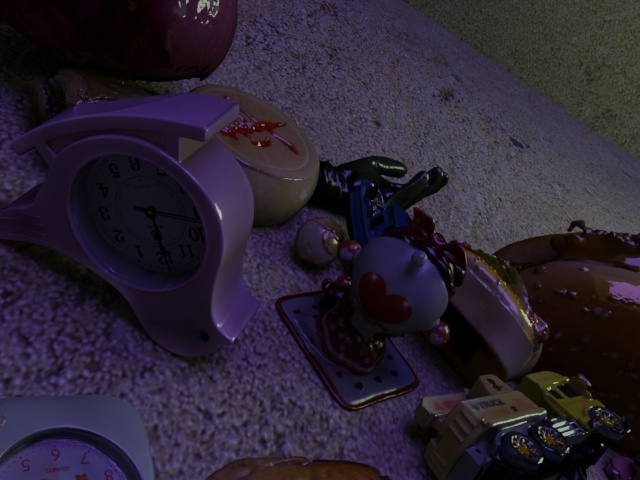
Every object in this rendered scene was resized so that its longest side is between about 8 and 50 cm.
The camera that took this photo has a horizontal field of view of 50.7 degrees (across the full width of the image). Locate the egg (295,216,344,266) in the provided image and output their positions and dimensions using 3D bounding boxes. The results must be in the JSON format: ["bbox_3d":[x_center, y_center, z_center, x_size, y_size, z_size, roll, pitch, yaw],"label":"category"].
[{"bbox_3d":[0.000,0.000,0.990,0.071,0.071,0.083,38,17,5],"label":"egg"}]

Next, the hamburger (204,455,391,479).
[{"bbox_3d":[-0.027,0.256,0.520,0.214,0.108,0.214,-2,22,1],"label":"hamburger"}]

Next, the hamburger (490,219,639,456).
[{"bbox_3d":[0.477,0.130,1.059,0.445,0.287,0.268,35,34,5],"label":"hamburger"}]

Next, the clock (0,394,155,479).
[{"bbox_3d":[-0.204,0.213,0.525,0.151,0.062,0.191,8,41,-37],"label":"clock"}]

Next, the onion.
[{"bbox_3d":[-0.300,-0.384,0.981,0.358,0.358,0.345,-2,82,-44],"label":"onion"}]

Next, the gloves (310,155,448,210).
[{"bbox_3d":[0.096,-0.093,1.169,0.268,0.107,0.135,-3,50,-21],"label":"gloves"}]

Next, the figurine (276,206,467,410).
[{"bbox_3d":[0.087,0.061,0.840,0.160,0.226,0.183,-6,49,-45],"label":"figurine"}]

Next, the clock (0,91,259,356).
[{"bbox_3d":[-0.212,-0.011,0.722,0.290,0.275,0.080,2,29,19],"label":"clock"}]

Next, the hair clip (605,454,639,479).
[{"bbox_3d":[0.446,0.366,0.948,0.123,0.102,0.138,40,0,5],"label":"hair clip"}]

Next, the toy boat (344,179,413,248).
[{"bbox_3d":[0.100,0.002,1.022,0.100,0.097,0.223,35,35,-44],"label":"toy boat"}]

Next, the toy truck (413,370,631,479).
[{"bbox_3d":[0.244,0.240,0.849,0.272,0.124,0.157,0,36,-38],"label":"toy truck"}]

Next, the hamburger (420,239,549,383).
[{"bbox_3d":[0.224,0.105,0.965,0.116,0.173,0.210,-28,63,-28],"label":"hamburger"}]

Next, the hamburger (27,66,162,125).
[{"bbox_3d":[-0.291,-0.153,0.901,0.183,0.130,0.206,11,20,-35],"label":"hamburger"}]

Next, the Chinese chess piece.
[{"bbox_3d":[-0.119,-0.134,1.033,0.251,0.097,0.251,25,33,-17],"label":"Chinese chess piece"}]
